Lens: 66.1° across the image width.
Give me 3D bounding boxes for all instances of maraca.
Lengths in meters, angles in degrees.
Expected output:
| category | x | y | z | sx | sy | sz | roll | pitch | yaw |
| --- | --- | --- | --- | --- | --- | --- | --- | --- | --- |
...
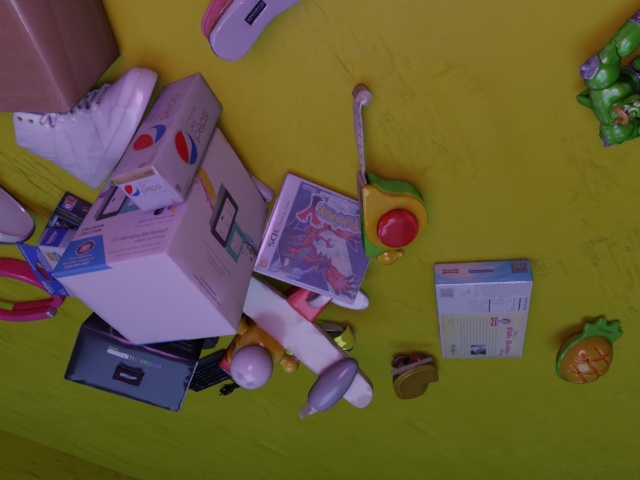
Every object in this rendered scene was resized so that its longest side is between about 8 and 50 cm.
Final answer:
| category | x | y | z | sx | sy | sz | roll | pitch | yaw |
| --- | --- | --- | --- | --- | --- | --- | --- | --- | --- |
| maraca | 0.619 | 0.255 | 1.136 | 0.127 | 0.099 | 0.186 | 12 | 116 | -18 |

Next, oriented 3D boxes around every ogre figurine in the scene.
| category | x | y | z | sx | sy | sz | roll | pitch | yaw |
| --- | --- | --- | --- | --- | --- | --- | --- | --- | --- |
| ogre figurine | 0.408 | -0.198 | 0.634 | 0.118 | 0.097 | 0.197 | -31 | 144 | 15 |

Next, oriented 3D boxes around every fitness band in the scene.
| category | x | y | z | sx | sy | sz | roll | pitch | yaw |
| --- | --- | --- | --- | --- | --- | --- | --- | --- | --- |
| fitness band | -0.799 | 0.131 | 1.258 | 0.290 | 0.054 | 0.209 | -9 | 137 | 18 |

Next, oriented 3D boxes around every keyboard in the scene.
| category | x | y | z | sx | sy | sz | roll | pitch | yaw |
| --- | --- | --- | --- | --- | --- | --- | --- | --- | --- |
| keyboard | -0.316 | 0.433 | 1.554 | 0.201 | 0.033 | 0.317 | 35 | 134 | -29 |

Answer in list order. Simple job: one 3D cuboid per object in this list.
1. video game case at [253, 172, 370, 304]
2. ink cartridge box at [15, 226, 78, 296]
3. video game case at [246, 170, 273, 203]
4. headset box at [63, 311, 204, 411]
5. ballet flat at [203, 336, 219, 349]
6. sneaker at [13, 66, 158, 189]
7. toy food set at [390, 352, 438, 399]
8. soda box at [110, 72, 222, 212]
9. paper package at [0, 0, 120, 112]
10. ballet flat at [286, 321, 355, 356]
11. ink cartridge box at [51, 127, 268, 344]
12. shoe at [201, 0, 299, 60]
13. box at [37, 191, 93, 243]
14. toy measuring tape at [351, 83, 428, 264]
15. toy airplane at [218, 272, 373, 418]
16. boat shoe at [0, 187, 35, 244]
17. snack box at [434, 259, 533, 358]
| category | x | y | z | sx | sy | sz | roll | pitch | yaw |
| --- | --- | --- | --- | --- | --- | --- | --- | --- | --- |
| video game case | 0.000 | 0.000 | 0.889 | 0.201 | 0.183 | 0.023 | 21 | 180 | -15 |
| ink cartridge box | -0.445 | 0.060 | 1.034 | 0.311 | 0.065 | 0.186 | 4 | 140 | 1 |
| video game case | -0.236 | -0.092 | 0.918 | 0.227 | 0.026 | 0.206 | -29 | 128 | 35 |
| headset box | -0.395 | 0.235 | 1.113 | 0.246 | 0.283 | 0.131 | 21 | 100 | -11 |
| ballet flat | -0.377 | 0.266 | 1.354 | 0.249 | 0.058 | 0.084 | -12 | 133 | 29 |
| sneaker | -0.374 | -0.193 | 0.751 | 0.169 | 0.108 | 0.292 | 30 | 139 | -28 |
| toy food set | 0.248 | 0.355 | 1.346 | 0.128 | 0.071 | 0.218 | -23 | 139 | -1 |
| soda box | -0.211 | -0.144 | 0.700 | 0.073 | 0.216 | 0.069 | -12 | 137 | 22 |
| paper package | -0.447 | -0.323 | 0.567 | 0.309 | 0.168 | 0.325 | 2 | 139 | 5 |
| ballet flat | -0.025 | 0.247 | 1.262 | 0.230 | 0.077 | 0.077 | -6 | 117 | 12 |
| ink cartridge box | -0.231 | -0.006 | 0.788 | 0.198 | 0.270 | 0.197 | -10 | 135 | 19 |
| shoe | -0.078 | -0.306 | 0.608 | 0.178 | 0.081 | 0.063 | -44 | 136 | 10 |
| box | -0.464 | 0.007 | 1.059 | 0.233 | 0.044 | 0.159 | 31 | 135 | -25 |
| toy measuring tape | 0.118 | -0.094 | 0.804 | 0.121 | 0.121 | 0.330 | 0 | 126 | 10 |
| toy airplane | -0.085 | 0.192 | 1.033 | 0.386 | 0.272 | 0.384 | 7 | 124 | 20 |
| boat shoe | -0.678 | -0.096 | 0.919 | 0.103 | 0.113 | 0.302 | -24 | 130 | 40 |
| snack box | 0.357 | 0.165 | 1.095 | 0.187 | 0.060 | 0.322 | -3 | 139 | 14 |
